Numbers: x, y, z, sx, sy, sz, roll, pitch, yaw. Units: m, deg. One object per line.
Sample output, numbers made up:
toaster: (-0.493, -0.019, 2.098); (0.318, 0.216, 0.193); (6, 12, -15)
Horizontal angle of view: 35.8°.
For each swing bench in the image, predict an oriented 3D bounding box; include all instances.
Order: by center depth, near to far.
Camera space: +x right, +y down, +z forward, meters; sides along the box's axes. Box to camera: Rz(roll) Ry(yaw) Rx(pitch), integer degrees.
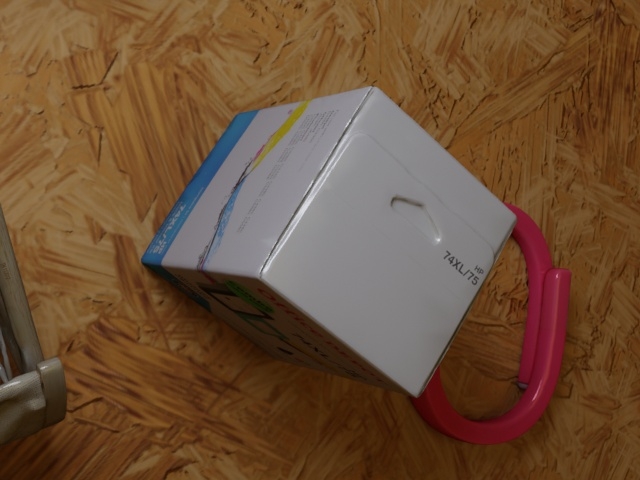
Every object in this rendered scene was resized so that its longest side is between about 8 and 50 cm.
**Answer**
swing bench: (-0.363, 0.094, 0.797); (0.253, 0.165, 0.254); (-23, 103, -28)

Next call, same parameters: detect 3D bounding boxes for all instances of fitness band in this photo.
fitness band: (0.200, 0.097, 1.190); (0.209, 0.054, 0.291); (9, 86, -27)

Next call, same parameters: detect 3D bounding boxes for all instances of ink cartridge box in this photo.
ink cartridge box: (0.000, 0.000, 0.942); (0.198, 0.270, 0.197); (39, 73, -24)
